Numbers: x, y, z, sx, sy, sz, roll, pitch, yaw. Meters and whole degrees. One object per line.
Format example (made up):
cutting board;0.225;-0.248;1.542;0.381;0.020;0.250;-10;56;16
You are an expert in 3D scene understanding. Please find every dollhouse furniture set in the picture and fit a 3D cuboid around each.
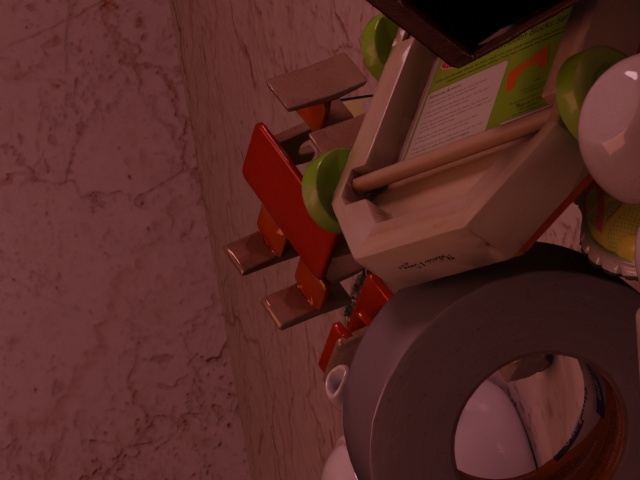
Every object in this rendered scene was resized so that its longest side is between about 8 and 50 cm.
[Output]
dollhouse furniture set;0.000;0.000;1.729;0.259;0.135;0.262;53;148;26

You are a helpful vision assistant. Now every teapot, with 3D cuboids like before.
teapot;0.078;0.244;1.582;0.252;0.187;0.256;121;139;-73

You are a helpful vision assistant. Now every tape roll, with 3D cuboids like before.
tape roll;0.128;0.113;1.145;0.072;0.219;0.219;-129;33;-70

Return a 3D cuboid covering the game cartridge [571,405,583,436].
game cartridge;0.204;0.148;1.320;0.083;0.017;0.056;98;157;-55

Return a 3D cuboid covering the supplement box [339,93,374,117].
supplement box;0.055;-0.091;1.803;0.083;0.056;0.083;-116;20;-57

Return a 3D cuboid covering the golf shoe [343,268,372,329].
golf shoe;0.060;0.041;1.910;0.086;0.069;0.176;-56;-36;-76

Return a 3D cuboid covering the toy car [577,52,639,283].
toy car;0.222;-0.028;0.843;0.136;0.159;0.182;-45;42;29

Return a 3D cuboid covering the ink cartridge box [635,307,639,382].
ink cartridge box;0.239;0.136;0.910;0.208;0.087;0.153;-116;15;-58

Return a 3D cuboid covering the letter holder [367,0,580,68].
letter holder;0.112;-0.292;1.037;0.214;0.152;0.301;-26;46;35

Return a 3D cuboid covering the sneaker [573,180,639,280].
sneaker;0.190;-0.046;1.087;0.208;0.082;0.094;-117;24;-61

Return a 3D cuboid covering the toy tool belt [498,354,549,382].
toy tool belt;0.156;0.073;1.421;0.083;0.052;0.051;103;148;-60

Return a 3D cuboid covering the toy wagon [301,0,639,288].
toy wagon;0.122;-0.134;1.134;0.267;0.068;0.344;-18;44;53
